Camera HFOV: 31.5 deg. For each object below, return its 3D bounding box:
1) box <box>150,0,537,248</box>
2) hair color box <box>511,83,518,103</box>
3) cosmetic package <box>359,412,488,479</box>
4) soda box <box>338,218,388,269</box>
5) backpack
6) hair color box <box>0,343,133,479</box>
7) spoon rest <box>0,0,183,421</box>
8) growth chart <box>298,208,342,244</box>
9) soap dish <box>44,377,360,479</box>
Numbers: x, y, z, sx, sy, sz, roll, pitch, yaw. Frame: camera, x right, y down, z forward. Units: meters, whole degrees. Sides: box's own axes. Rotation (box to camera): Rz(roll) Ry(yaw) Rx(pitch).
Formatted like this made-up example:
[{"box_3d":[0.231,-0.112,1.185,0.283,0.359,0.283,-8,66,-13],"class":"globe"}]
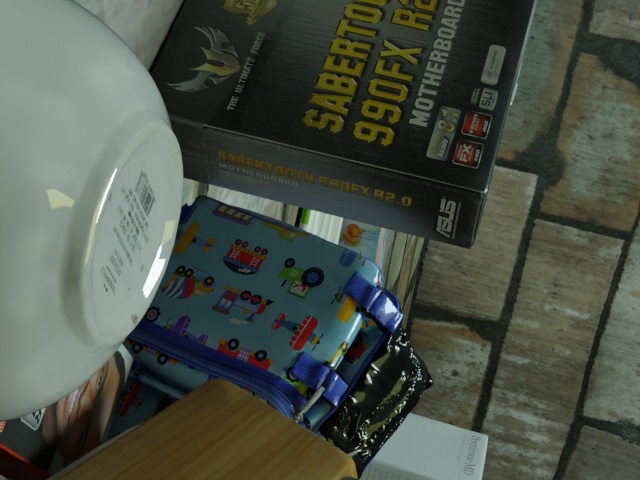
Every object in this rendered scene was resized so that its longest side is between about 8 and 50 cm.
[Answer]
[{"box_3d":[0.024,-0.122,0.632,0.056,0.183,0.231,92,16,-58],"class":"box"},{"box_3d":[0.165,-0.223,1.401,0.053,0.167,0.093,-42,-173,27],"class":"hair color box"},{"box_3d":[0.050,0.227,1.166,0.117,0.231,0.085,-57,159,-66],"class":"cosmetic package"},{"box_3d":[0.045,0.026,1.393,0.063,0.058,0.183,-66,167,-48],"class":"soda box"},{"box_3d":[-0.050,0.084,0.584,0.173,0.158,0.117,-53,148,-21],"class":"backpack"},{"box_3d":[-0.119,0.055,0.458,0.141,0.043,0.072,82,23,-69],"class":"hair color box"},{"box_3d":[-0.098,-0.042,0.303,0.276,0.084,0.137,85,22,-61],"class":"spoon rest"},{"box_3d":[0.000,0.000,1.189,0.237,0.021,0.172,-3,107,-81],"class":"growth chart"},{"box_3d":[-0.072,0.205,0.391,0.291,0.118,0.228,-29,113,-59],"class":"soap dish"}]
